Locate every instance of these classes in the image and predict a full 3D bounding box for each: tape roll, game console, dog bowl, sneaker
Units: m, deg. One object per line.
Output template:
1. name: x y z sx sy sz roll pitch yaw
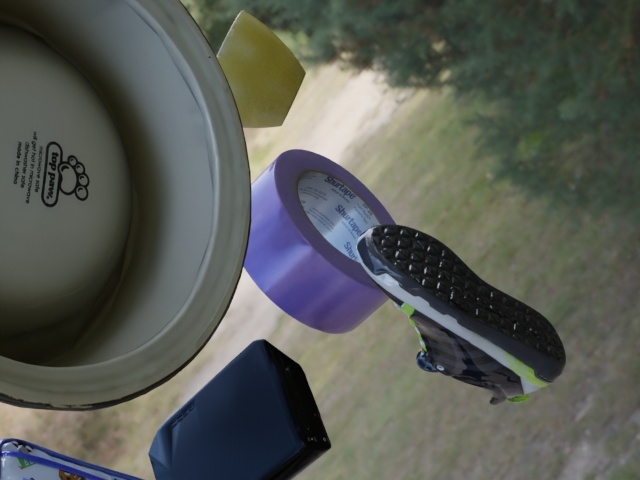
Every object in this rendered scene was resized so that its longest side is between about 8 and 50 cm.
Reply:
1. tape roll: 0.000 0.000 1.325 0.080 0.189 0.189 -44 10 28
2. game console: -0.050 0.289 1.190 0.213 0.044 0.361 -44 53 31
3. dog bowl: -0.254 -0.056 1.038 0.150 0.408 0.408 -15 32 43
4. sneaker: 0.106 0.079 1.069 0.097 0.235 0.084 -42 27 29

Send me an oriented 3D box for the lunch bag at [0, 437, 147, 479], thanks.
1. lunch bag: -0.280 0.352 1.497 0.115 0.303 0.243 -59 22 18

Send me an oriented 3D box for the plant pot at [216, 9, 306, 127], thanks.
1. plant pot: -0.073 -0.181 1.435 0.134 0.095 0.134 -156 90 -87
